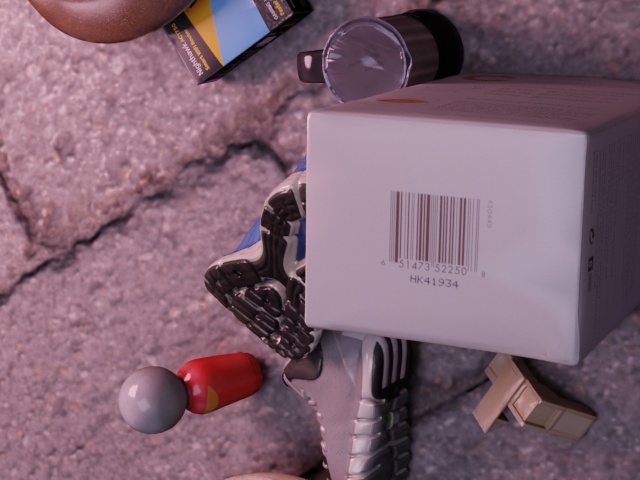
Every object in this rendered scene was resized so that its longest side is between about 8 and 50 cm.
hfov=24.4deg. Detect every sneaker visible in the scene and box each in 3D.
[{"bbox_3d":[0.000,0.000,1.376,0.130,0.147,0.330,43,148,-1],"label":"sneaker"},{"bbox_3d":[0.018,0.178,1.467,0.132,0.086,0.228,18,109,36],"label":"sneaker"}]

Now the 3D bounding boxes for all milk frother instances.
[{"bbox_3d":[0.059,-0.129,1.342,0.129,0.135,0.143,-20,92,28],"label":"milk frother"}]

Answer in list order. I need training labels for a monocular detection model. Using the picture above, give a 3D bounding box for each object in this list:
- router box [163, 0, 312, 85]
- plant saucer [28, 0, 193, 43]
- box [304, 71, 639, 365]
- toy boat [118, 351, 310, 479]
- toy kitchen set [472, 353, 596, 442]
[{"bbox_3d":[-0.108,-0.262,1.445,0.133,0.046,0.179,-33,85,28],"label":"router box"},{"bbox_3d":[-0.211,-0.348,1.437,0.311,0.050,0.310,-1,88,34],"label":"plant saucer"},{"bbox_3d":[0.155,-0.035,1.196,0.215,0.345,0.168,6,104,25],"label":"box"},{"bbox_3d":[-0.091,0.267,1.465,0.267,0.148,0.318,-36,71,57],"label":"toy boat"},{"bbox_3d":[0.196,0.157,1.395,0.068,0.075,0.083,-57,35,21],"label":"toy kitchen set"}]
